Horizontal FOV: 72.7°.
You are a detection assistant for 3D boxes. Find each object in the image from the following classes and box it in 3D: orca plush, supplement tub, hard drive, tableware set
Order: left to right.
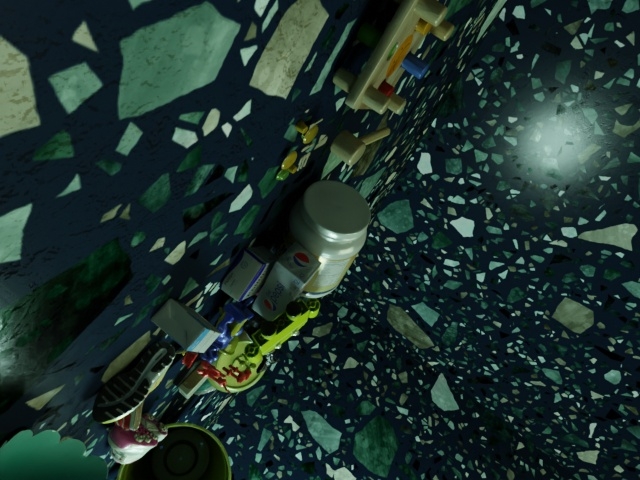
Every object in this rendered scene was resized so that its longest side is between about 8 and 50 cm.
[{"bbox_3d":[-0.419,0.421,1.424,0.094,0.022,0.135,-53,170,-1],"label":"hard drive"},{"bbox_3d":[-0.205,0.314,1.405,0.102,0.151,0.287,-102,-167,-69],"label":"orca plush"},{"bbox_3d":[-0.052,-0.198,0.942,0.104,0.024,0.154,-41,167,-37],"label":"tableware set"},{"bbox_3d":[0.000,0.000,1.278,0.228,0.228,0.316,-45,167,-40],"label":"supplement tub"}]

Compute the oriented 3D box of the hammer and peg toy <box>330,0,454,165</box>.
[{"bbox_3d":[0.131,-0.353,0.938,0.361,0.127,0.266,-57,172,26],"label":"hammer and peg toy"}]

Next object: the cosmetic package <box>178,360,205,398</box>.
[{"bbox_3d":[-0.402,0.450,1.406,0.115,0.041,0.060,-46,168,-35],"label":"cosmetic package"}]

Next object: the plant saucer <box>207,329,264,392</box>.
[{"bbox_3d":[-0.287,0.436,1.546,0.241,0.241,0.037,-51,-150,-10],"label":"plant saucer"}]

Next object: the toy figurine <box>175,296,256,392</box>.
[{"bbox_3d":[-0.238,0.268,1.280,0.217,0.191,0.362,-58,172,-1],"label":"toy figurine"}]

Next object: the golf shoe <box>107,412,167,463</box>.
[{"bbox_3d":[-0.519,0.560,1.192,0.140,0.115,0.306,-46,168,-17],"label":"golf shoe"}]

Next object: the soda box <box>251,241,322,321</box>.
[{"bbox_3d":[-0.101,0.130,1.223,0.091,0.098,0.286,-48,173,-40],"label":"soda box"}]

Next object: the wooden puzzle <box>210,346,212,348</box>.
[{"bbox_3d":[-0.345,0.359,1.460,0.083,0.006,0.049,-8,162,-18],"label":"wooden puzzle"}]

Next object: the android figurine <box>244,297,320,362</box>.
[{"bbox_3d":[-0.109,0.252,1.232,0.248,0.056,0.273,-35,163,-19],"label":"android figurine"}]

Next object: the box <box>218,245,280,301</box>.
[{"bbox_3d":[-0.187,0.086,1.170,0.126,0.072,0.137,-55,170,12],"label":"box"}]

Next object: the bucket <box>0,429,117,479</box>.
[{"bbox_3d":[-0.457,0.467,0.682,0.183,0.281,0.281,-42,169,-8],"label":"bucket"}]

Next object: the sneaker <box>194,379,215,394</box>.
[{"bbox_3d":[-0.353,0.434,1.594,0.302,0.121,0.108,-32,-159,-18],"label":"sneaker"}]

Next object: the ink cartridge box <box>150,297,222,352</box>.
[{"bbox_3d":[-0.290,0.194,0.967,0.060,0.104,0.180,-51,170,-13],"label":"ink cartridge box"}]

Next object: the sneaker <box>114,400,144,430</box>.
[{"bbox_3d":[-0.471,0.400,1.067,0.042,0.067,0.118,53,45,-78],"label":"sneaker"}]

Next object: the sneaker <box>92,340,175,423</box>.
[{"bbox_3d":[-0.404,0.323,0.960,0.208,0.081,0.094,-44,169,-45],"label":"sneaker"}]

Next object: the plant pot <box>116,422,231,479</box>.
[{"bbox_3d":[-0.526,0.842,1.603,0.366,0.366,0.353,-49,-178,-20],"label":"plant pot"}]

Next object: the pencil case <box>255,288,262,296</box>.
[{"bbox_3d":[-0.183,0.280,1.646,0.167,0.160,0.386,-30,163,-17],"label":"pencil case"}]
